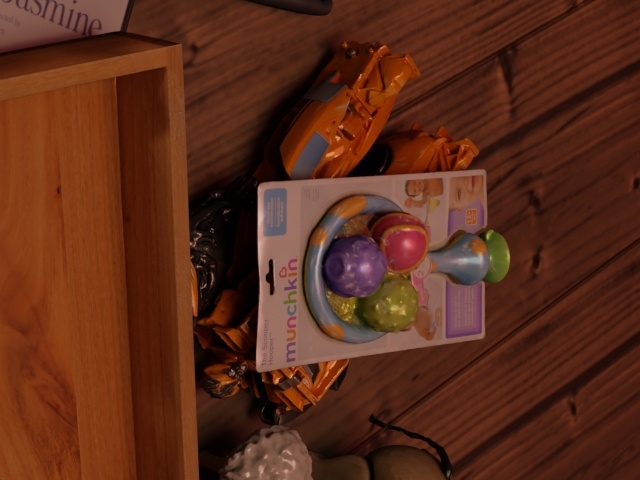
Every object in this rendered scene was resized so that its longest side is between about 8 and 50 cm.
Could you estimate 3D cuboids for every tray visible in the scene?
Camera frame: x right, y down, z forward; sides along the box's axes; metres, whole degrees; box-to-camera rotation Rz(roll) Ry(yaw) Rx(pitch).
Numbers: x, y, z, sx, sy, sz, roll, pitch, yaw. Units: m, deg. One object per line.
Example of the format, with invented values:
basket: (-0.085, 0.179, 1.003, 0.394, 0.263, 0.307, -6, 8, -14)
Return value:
tray: (-0.183, 0.082, 1.191, 0.203, 0.076, 0.411, -18, 115, -41)

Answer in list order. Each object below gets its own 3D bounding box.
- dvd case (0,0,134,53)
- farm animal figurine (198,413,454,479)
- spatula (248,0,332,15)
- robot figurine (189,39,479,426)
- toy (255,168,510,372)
dvd case: (-0.221, -0.081, 1.187, 0.180, 0.022, 0.253, 19, 83, -45)
farm animal figurine: (0.049, 0.306, 1.416, 0.330, 0.172, 0.327, 3, 95, -45)
spatula: (-0.092, -0.200, 1.286, 0.296, 0.030, 0.084, 10, 56, -50)
robot figurine: (0.000, 0.000, 1.378, 0.211, 0.085, 0.291, 48, 64, -37)
toy: (0.057, 0.020, 1.338, 0.237, 0.056, 0.137, -6, 99, -45)
